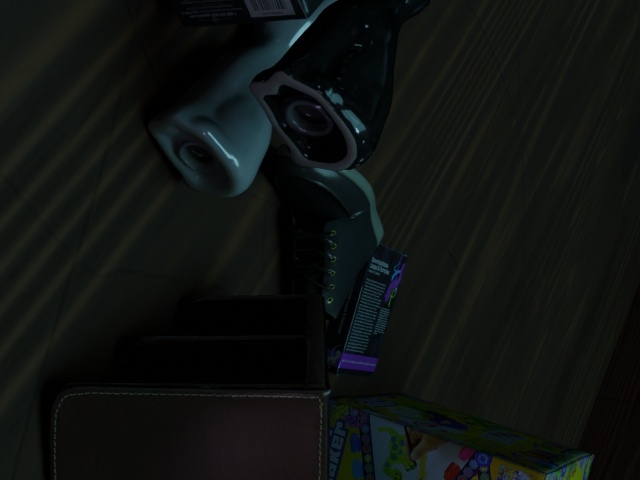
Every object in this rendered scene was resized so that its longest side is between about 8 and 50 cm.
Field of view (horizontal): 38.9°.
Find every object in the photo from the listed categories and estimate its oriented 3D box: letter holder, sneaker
[{"bbox_3d":[-0.101,0.213,0.765,0.152,0.214,0.302,-93,-177,-66],"label":"letter holder"},{"bbox_3d":[0.000,0.000,0.889,0.118,0.083,0.222,-66,152,-16],"label":"sneaker"}]

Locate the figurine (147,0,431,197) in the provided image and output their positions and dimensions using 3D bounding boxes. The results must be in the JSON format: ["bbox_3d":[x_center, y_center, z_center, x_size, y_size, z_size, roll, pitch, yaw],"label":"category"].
[{"bbox_3d":[-0.010,-0.142,0.697,0.092,0.214,0.209,48,56,-26],"label":"figurine"}]

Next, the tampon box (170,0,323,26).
[{"bbox_3d":[-0.034,-0.241,0.649,0.161,0.120,0.101,-54,135,-35],"label":"tampon box"}]

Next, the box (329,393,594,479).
[{"bbox_3d":[0.159,0.314,1.131,0.290,0.279,0.177,17,88,-62],"label":"box"}]

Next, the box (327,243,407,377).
[{"bbox_3d":[0.054,0.083,1.091,0.116,0.029,0.162,24,83,-63],"label":"box"}]
